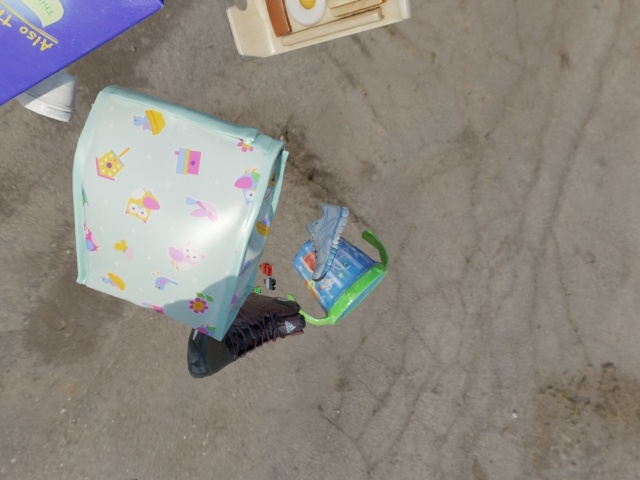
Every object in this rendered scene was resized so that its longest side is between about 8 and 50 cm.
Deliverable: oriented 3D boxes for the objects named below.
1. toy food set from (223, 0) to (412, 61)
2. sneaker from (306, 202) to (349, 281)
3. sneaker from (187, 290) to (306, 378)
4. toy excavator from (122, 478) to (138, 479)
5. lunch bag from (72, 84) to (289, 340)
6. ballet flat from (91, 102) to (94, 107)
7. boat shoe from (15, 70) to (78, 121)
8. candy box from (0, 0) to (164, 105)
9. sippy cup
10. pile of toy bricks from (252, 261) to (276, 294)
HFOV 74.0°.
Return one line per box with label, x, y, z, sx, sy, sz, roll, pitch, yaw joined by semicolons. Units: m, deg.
toy food set;-0.029;-0.374;0.553;0.092;0.305;0.220;-35;122;-39
sneaker;0.000;0.000;0.966;0.082;0.071;0.191;20;69;-8
sneaker;-0.115;0.159;0.783;0.162;0.281;0.107;1;105;13
toy excavator;-0.336;0.388;0.340;0.444;0.433;0.223;-15;95;-15
lunch bag;-0.174;-0.041;0.539;0.223;0.160;0.263;20;119;2
ballet flat;-0.398;-0.214;0.801;0.041;0.114;0.041;-1;77;3
boat shoe;-0.351;-0.204;0.503;0.184;0.066;0.063;34;103;29
candy box;-0.326;-0.235;0.303;0.316;0.268;0.122;-24;51;10
sippy cup;0.045;0.091;1.272;0.224;0.240;0.305;46;31;14
pile of toy bricks;-0.208;0.149;1.244;0.117;0.105;0.213;-6;108;-36
